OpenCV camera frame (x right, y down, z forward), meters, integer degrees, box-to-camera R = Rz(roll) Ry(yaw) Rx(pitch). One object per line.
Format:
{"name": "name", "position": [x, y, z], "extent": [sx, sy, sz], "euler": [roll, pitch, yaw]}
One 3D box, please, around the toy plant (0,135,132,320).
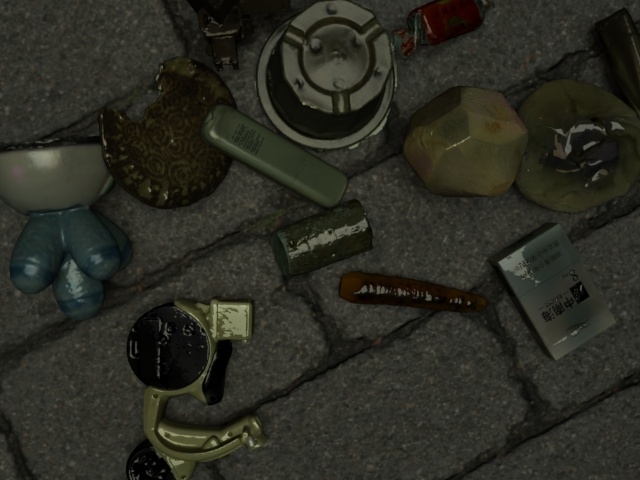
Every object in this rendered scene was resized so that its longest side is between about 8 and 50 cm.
{"name": "toy plant", "position": [-0.461, -0.015, 1.180], "extent": [0.247, 0.247, 0.332], "euler": [-9, 97, -4]}

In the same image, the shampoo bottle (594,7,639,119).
{"name": "shampoo bottle", "position": [0.649, -0.290, 1.299], "extent": [0.084, 0.125, 0.350], "euler": [-25, 94, 34]}

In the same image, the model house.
{"name": "model house", "position": [-0.155, -0.432, 1.175], "extent": [0.204, 0.211, 0.243], "euler": [-5, 89, -2]}

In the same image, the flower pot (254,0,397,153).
{"name": "flower pot", "position": [0.020, -0.312, 1.176], "extent": [0.290, 0.259, 0.290], "euler": [0, 93, -3]}

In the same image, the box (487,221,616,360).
{"name": "box", "position": [0.474, 0.103, 1.337], "extent": [0.155, 0.067, 0.243], "euler": [-31, 95, 0]}

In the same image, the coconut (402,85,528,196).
{"name": "coconut", "position": [0.269, -0.171, 1.218], "extent": [0.237, 0.237, 0.197], "euler": [27, 133, -6]}

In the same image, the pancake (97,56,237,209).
{"name": "pancake", "position": [-0.272, -0.200, 1.197], "extent": [0.286, 0.033, 0.288], "euler": [10, 85, -41]}

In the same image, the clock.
{"name": "clock", "position": [-0.242, 0.300, 1.269], "extent": [0.276, 0.120, 0.379], "euler": [-2, 93, 1]}

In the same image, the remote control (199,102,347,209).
{"name": "remote control", "position": [-0.082, -0.160, 1.256], "extent": [0.309, 0.038, 0.090], "euler": [27, 79, -19]}

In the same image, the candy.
{"name": "candy", "position": [0.242, -0.426, 1.256], "extent": [0.292, 0.059, 0.086], "euler": [-30, 100, -28]}

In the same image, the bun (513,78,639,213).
{"name": "bun", "position": [0.504, -0.183, 1.273], "extent": [0.273, 0.168, 0.272], "euler": [0, 91, 3]}

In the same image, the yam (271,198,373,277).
{"name": "yam", "position": [0.000, 0.000, 1.272], "extent": [0.194, 0.107, 0.107], "euler": [-20, 95, -2]}

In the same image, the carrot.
{"name": "carrot", "position": [0.193, 0.111, 1.316], "extent": [0.314, 0.066, 0.066], "euler": [8, 93, -6]}
